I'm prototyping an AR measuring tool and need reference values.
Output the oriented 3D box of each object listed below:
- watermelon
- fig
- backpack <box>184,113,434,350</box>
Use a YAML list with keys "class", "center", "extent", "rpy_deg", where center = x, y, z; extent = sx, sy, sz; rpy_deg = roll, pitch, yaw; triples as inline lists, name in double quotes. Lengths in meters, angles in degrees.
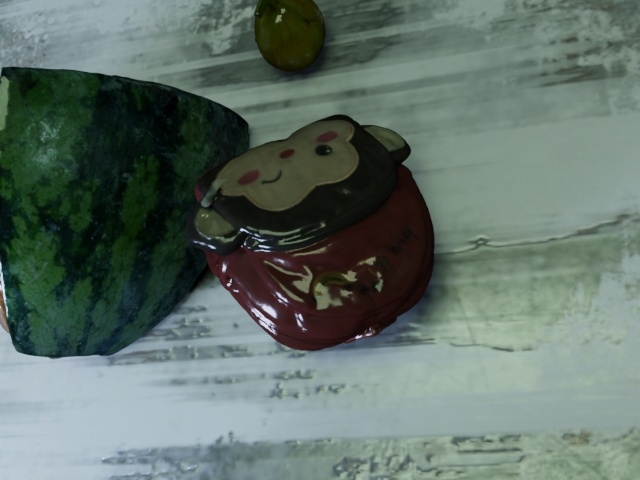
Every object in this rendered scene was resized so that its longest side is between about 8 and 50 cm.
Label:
- class: "watermelon"
  center: [-0.217, -0.032, 0.917]
  extent: [0.250, 0.292, 0.283]
  rpy_deg: [13, 100, -16]
- class: "fig"
  center: [-0.038, -0.231, 0.936]
  extent: [0.082, 0.098, 0.084]
  rpy_deg: [21, 66, 27]
- class: "backpack"
  center: [0.000, -0.001, 0.815]
  extent: [0.229, 0.139, 0.229]
  rpy_deg: [-2, 56, 3]
